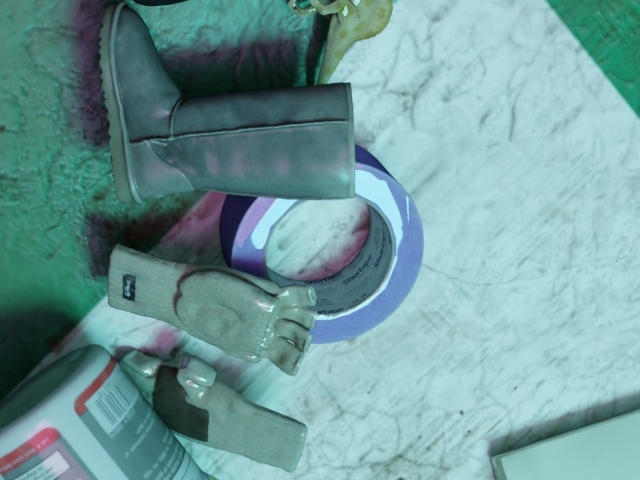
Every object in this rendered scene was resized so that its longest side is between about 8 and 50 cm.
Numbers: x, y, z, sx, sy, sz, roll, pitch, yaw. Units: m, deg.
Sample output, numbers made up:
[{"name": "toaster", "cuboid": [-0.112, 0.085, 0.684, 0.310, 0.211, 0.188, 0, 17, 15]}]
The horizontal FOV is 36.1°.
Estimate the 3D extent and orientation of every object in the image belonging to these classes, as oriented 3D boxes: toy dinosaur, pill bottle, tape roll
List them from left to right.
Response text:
[{"name": "pill bottle", "cuboid": [-0.189, 0.254, 0.934, 0.161, 0.161, 0.283, -35, 102, 1]}, {"name": "tape roll", "cuboid": [0.000, 0.000, 0.955, 0.188, 0.080, 0.189, -5, 113, -12]}, {"name": "toy dinosaur", "cuboid": [0.021, -0.205, 0.882, 0.092, 0.053, 0.183, 21, 105, -33]}]

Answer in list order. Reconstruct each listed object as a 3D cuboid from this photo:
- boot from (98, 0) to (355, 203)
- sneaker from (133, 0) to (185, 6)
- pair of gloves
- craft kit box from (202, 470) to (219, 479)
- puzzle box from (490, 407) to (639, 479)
[{"name": "boot", "cuboid": [-0.076, -0.119, 0.846, 0.208, 0.076, 0.190, -6, 99, 6]}, {"name": "sneaker", "cuboid": [-0.040, -0.275, 0.799, 0.283, 0.124, 0.107, -27, 116, -2]}, {"name": "pair of gloves", "cuboid": [-0.104, 0.115, 0.946, 0.204, 0.042, 0.240, 13, 127, 13]}, {"name": "craft kit box", "cuboid": [-0.125, 0.406, 1.112, 0.250, 0.061, 0.247, 37, 102, -25]}, {"name": "puzzle box", "cuboid": [0.429, 0.323, 1.149, 0.408, 0.052, 0.272, -15, 83, -8]}]
